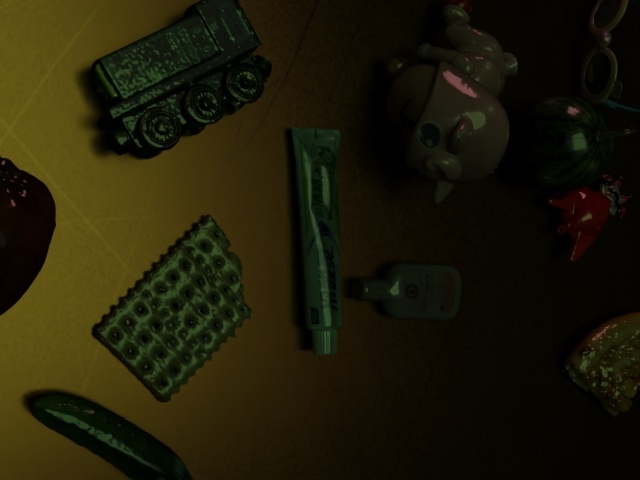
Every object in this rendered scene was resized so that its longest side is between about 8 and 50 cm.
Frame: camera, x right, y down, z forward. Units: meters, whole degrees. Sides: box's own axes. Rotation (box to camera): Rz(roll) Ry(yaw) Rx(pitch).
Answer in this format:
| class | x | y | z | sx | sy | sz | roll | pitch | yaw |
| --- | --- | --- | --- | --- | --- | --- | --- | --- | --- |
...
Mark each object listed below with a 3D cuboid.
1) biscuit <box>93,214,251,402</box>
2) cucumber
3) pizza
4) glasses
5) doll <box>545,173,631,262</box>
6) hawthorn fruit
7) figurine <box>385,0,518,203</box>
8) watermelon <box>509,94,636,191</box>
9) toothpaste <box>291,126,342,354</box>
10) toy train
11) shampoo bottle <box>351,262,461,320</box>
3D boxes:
| class | x | y | z | sx | sy | sz | roll | pitch | yaw |
| --- | --- | --- | --- | --- | --- | --- | --- | --- | --- |
| biscuit | -0.165 | 0.087 | 1.131 | 0.203 | 0.016 | 0.144 | -45 | 111 | -19 |
| cucumber | -0.228 | 0.244 | 1.081 | 0.250 | 0.056 | 0.056 | 39 | 73 | -23 |
| pizza | 0.465 | 0.203 | 1.457 | 0.182 | 0.062 | 0.161 | -12 | 102 | -30 |
| glasses | 0.493 | -0.288 | 1.475 | 0.220 | 0.088 | 0.190 | 16 | 82 | -48 |
| doll | 0.422 | -0.048 | 1.427 | 0.169 | 0.057 | 0.109 | -27 | 102 | -25 |
| hawthorn fruit | -0.387 | 0.016 | 0.915 | 0.208 | 0.208 | 0.248 | 22 | 104 | -27 |
| figurine | 0.178 | -0.194 | 1.258 | 0.186 | 0.176 | 0.287 | 16 | 61 | 12 |
| watermelon | 0.359 | -0.143 | 1.317 | 0.140 | 0.187 | 0.141 | 6 | 79 | -33 |
| toothpaste | 0.000 | 0.000 | 1.206 | 0.074 | 0.048 | 0.297 | -2 | 89 | -29 |
| toy train | -0.167 | -0.191 | 1.086 | 0.225 | 0.090 | 0.137 | -32 | 99 | -24 |
| shampoo bottle | 0.121 | 0.070 | 1.274 | 0.165 | 0.040 | 0.080 | 4 | 91 | -30 |
